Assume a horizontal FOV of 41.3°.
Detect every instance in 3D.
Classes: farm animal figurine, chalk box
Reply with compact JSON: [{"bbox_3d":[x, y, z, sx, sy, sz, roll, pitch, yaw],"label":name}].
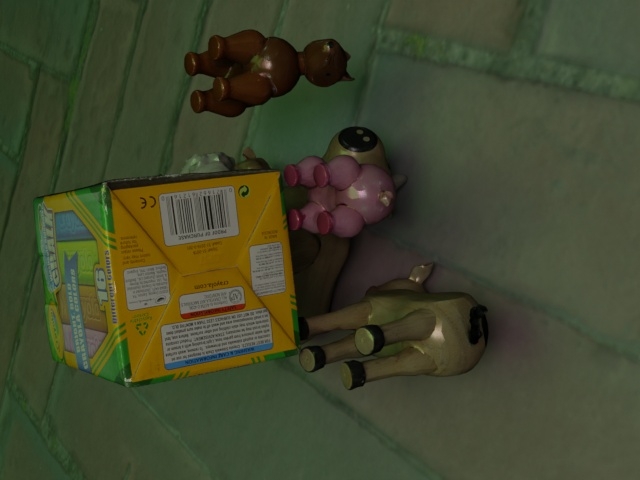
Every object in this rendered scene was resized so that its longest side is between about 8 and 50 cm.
[{"bbox_3d":[0.000,0.000,0.710,0.327,0.172,0.330,-52,54,48],"label":"farm animal figurine"},{"bbox_3d":[-0.129,0.023,0.632,0.213,0.132,0.132,-2,95,58],"label":"chalk box"}]
